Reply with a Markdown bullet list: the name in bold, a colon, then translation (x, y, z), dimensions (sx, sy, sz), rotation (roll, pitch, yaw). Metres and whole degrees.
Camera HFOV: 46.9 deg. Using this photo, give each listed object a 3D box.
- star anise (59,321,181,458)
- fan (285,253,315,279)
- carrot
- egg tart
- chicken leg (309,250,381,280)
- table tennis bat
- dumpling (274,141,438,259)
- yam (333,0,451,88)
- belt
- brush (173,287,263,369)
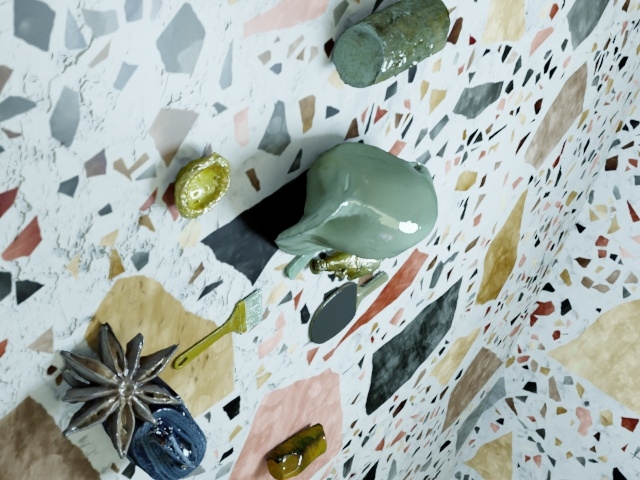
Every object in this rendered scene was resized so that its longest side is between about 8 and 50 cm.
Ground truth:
- **star anise**: translation (-0.289, 0.217, 1.074), dimensions (0.182, 0.065, 0.195), rotation (4, 80, -33)
- **fan**: translation (0.000, 0.000, 1.410), dimensions (0.193, 0.016, 0.038), rotation (-47, 149, -16)
- **carrot**: translation (-0.050, 0.501, 1.745), dimensions (0.173, 0.082, 0.082), rotation (-22, 135, -41)
- **egg tart**: translation (-0.173, -0.081, 1.048), dimensions (0.105, 0.039, 0.105), rotation (-37, 144, -32)
- **chicken leg**: translation (0.047, 0.048, 1.483), dimensions (0.178, 0.070, 0.093), rotation (-7, 130, -45)
- **table tennis bat**: translation (0.065, 0.139, 1.634), dimensions (0.246, 0.022, 0.138), rotation (-35, 144, -32)
- **dumpling**: translation (0.071, -0.069, 1.288), dimensions (0.320, 0.270, 0.212), rotation (16, 79, -35)
- **yam**: translation (0.115, -0.321, 1.190), dimensions (0.194, 0.107, 0.107), rotation (-35, 143, -33)
- **belt**: translation (-0.260, 0.321, 1.207), dimensions (0.122, 0.128, 0.218), rotation (-44, 147, -21)
- **brush**: translation (-0.178, 0.166, 1.304), dimensions (0.205, 0.011, 0.083), rotation (-35, 144, -33)
